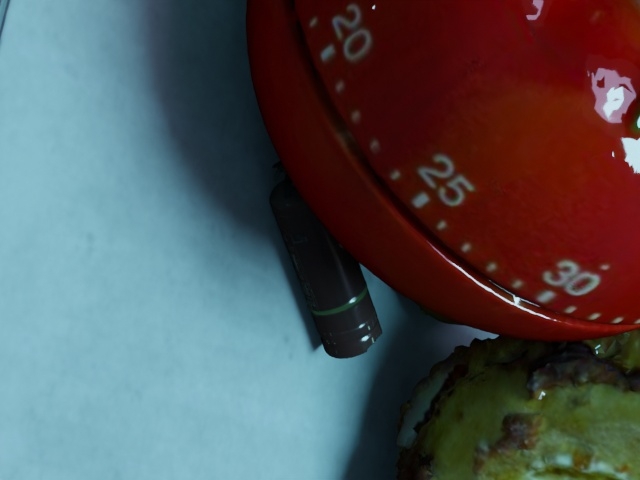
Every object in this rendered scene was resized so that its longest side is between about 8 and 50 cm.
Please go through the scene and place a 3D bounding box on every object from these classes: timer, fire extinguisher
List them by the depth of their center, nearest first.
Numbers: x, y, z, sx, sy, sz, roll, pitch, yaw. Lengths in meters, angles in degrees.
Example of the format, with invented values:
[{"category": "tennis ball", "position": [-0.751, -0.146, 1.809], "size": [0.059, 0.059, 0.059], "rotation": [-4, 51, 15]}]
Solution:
[{"category": "timer", "position": [0.135, -0.120, 1.096], "size": [0.378, 0.279, 0.378], "rotation": [22, 51, -29]}, {"category": "fire extinguisher", "position": [0.000, 0.000, 1.172], "size": [0.078, 0.045, 0.157], "rotation": [-79, 151, -59]}]

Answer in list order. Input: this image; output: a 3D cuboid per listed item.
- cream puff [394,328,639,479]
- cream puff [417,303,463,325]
[{"category": "cream puff", "position": [0.209, 0.191, 1.225], "size": [0.229, 0.350, 0.350], "rotation": [-22, 111, -65]}, {"category": "cream puff", "position": [0.125, 0.000, 1.279], "size": [0.144, 0.103, 0.126], "rotation": [3, 89, -58]}]
